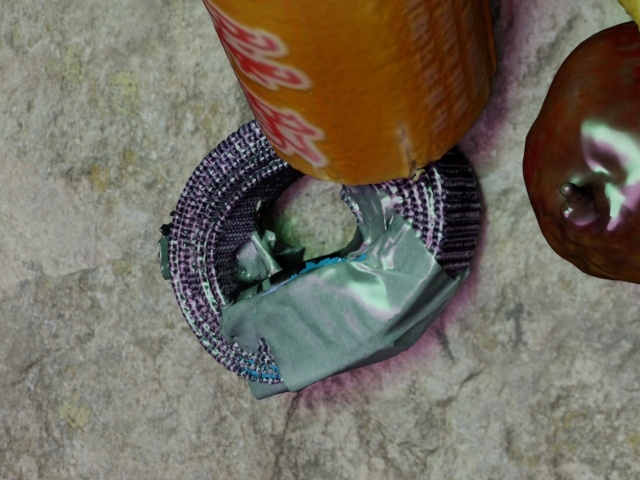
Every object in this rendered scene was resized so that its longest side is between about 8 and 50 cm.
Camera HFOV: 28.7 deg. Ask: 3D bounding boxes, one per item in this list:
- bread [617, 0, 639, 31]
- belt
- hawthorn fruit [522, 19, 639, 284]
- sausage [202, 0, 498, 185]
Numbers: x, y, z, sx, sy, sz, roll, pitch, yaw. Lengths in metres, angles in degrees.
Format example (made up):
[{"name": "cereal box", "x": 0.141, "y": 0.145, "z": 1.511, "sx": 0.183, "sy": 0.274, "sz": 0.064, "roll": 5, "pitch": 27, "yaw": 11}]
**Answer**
[{"name": "bread", "x": 0.273, "y": -0.311, "z": 0.908, "sx": 0.236, "sy": 0.165, "sz": 0.375, "roll": -47, "pitch": 49, "yaw": 29}, {"name": "belt", "x": 0.000, "y": 0.000, "z": 1.214, "sx": 0.325, "sy": 0.122, "sz": 0.260, "roll": -27, "pitch": 81, "yaw": 27}, {"name": "hawthorn fruit", "x": 0.245, "y": -0.064, "z": 0.987, "sx": 0.208, "sy": 0.248, "sz": 0.208, "roll": 21, "pitch": 123, "yaw": 35}, {"name": "sausage", "x": 0.016, "y": -0.215, "z": 1.020, "sx": 0.233, "sy": 0.287, "sz": 0.233, "roll": -5, "pitch": 59, "yaw": 9}]
